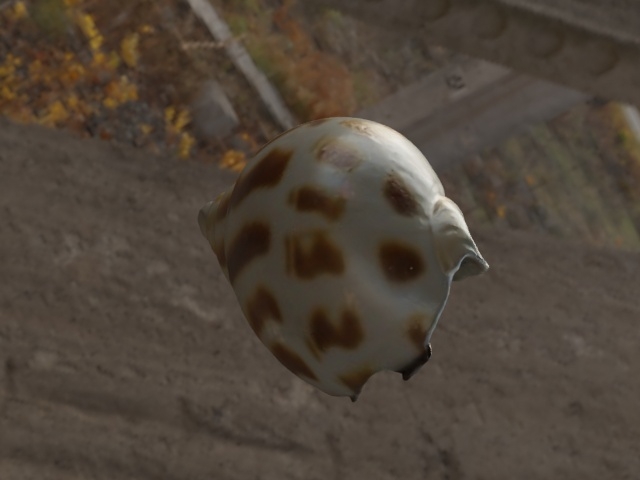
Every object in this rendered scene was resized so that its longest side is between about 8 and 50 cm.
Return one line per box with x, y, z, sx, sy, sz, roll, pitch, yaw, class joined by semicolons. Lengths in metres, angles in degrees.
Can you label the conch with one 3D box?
0.000;0.000;0.905;0.149;0.183;0.275;42;-19;-12;conch
